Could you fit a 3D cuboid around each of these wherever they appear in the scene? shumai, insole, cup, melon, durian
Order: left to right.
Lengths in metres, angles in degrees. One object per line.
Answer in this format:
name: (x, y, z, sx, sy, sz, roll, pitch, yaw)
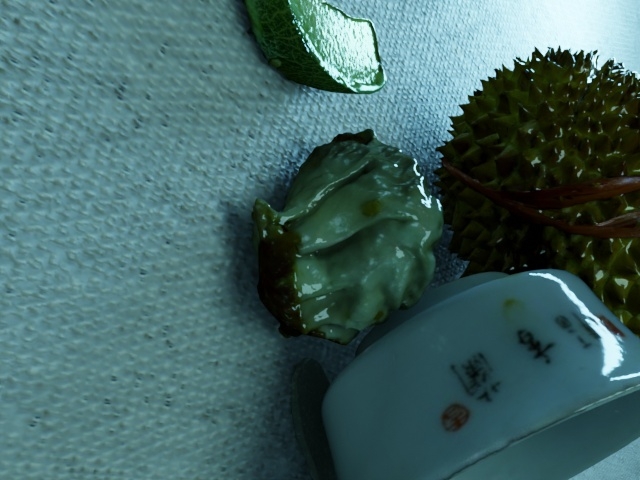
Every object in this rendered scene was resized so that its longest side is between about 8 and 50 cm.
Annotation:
melon: (-0.016, -0.202, 0.688, 0.118, 0.064, 0.209, -46, 128, -44)
shumai: (-0.002, -0.005, 0.707, 0.142, 0.184, 0.184, 3, 92, -27)
insole: (0.002, 0.197, 0.805, 0.063, 0.010, 0.192, -36, 121, -51)
cup: (0.139, 0.141, 0.758, 0.347, 0.347, 0.163, 24, 34, -56)
durian: (0.289, -0.036, 0.952, 0.384, 0.347, 0.347, 52, 51, -31)
